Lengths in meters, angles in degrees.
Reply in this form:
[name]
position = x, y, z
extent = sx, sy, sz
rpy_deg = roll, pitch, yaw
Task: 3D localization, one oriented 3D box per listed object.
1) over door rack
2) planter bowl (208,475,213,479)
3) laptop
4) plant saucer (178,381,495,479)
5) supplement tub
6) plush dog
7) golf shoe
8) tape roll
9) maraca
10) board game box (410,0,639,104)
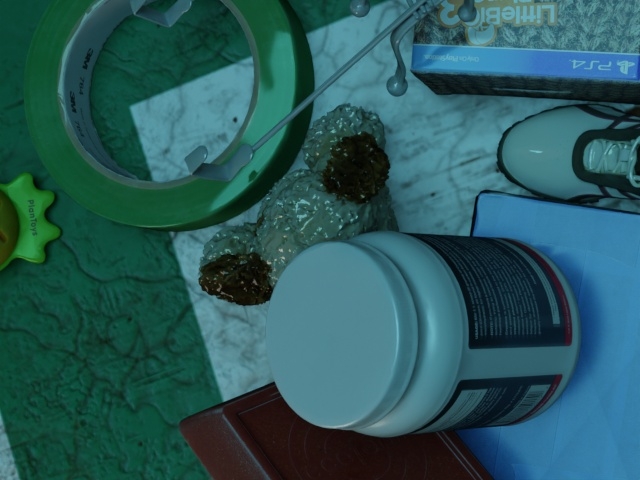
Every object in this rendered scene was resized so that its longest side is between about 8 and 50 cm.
[over door rack]
position = -0.016, -0.230, 1.514
extent = 0.324, 0.108, 0.239
rpy_deg = -33, 58, 17
[planter bowl]
position = -0.049, 0.253, 1.572
extent = 0.109, 0.162, 0.162
rpy_deg = -36, 76, 38
[laptop]
position = 0.304, 0.165, 1.426
extent = 0.236, 0.408, 0.382
rpy_deg = 8, 92, -17
[plant saucer]
position = 0.034, 0.217, 1.478
extent = 0.259, 0.258, 0.048
rpy_deg = 50, 142, 30
[supplement tub]
position = 0.101, 0.088, 1.424
extent = 0.191, 0.272, 0.191
rpy_deg = -3, 86, 44
[plush dog]
position = 0.000, 0.000, 1.527
extent = 0.210, 0.225, 0.262
rpy_deg = 44, 97, 14
[golf shoe]
position = 0.308, -0.088, 1.508
extent = 0.272, 0.120, 0.105
rpy_deg = 6, 89, 17
[tape roll]
position = -0.169, -0.171, 1.664
extent = 0.321, 0.077, 0.321
rpy_deg = -1, 86, 15
[maraca]
position = -0.392, -0.016, 1.706
extent = 0.185, 0.099, 0.127
rpy_deg = -9, 92, -11
[board game box]
position = 0.229, -0.296, 1.531
extent = 0.232, 0.141, 0.291
rpy_deg = 4, 87, 16
